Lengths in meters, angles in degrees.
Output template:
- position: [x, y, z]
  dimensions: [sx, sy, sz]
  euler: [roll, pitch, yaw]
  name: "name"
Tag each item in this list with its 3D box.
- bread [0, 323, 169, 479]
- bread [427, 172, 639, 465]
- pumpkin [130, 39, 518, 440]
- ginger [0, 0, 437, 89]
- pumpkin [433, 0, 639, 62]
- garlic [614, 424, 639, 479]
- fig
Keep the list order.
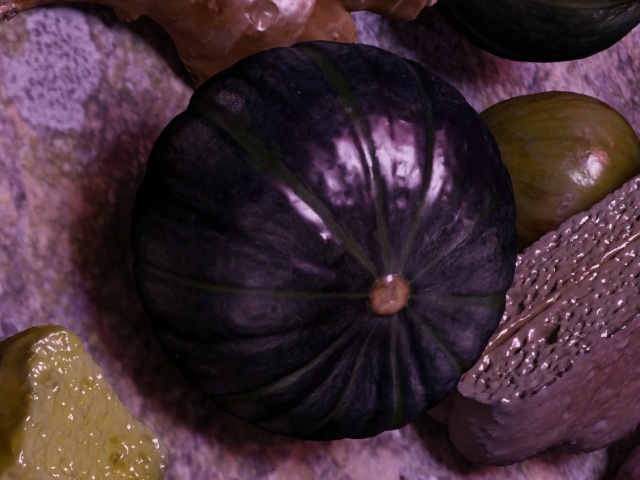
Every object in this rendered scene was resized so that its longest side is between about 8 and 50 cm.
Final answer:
- position: [-0.152, 0.120, 1.005]
  dimensions: [0.114, 0.111, 0.129]
  euler: [45, 40, -25]
  name: "bread"
- position: [0.220, 0.049, 1.370]
  dimensions: [0.337, 0.183, 0.102]
  euler: [-35, 56, -14]
  name: "bread"
- position: [0.000, 0.000, 1.184]
  dimensions: [0.250, 0.216, 0.250]
  euler: [-1, 93, -25]
  name: "pumpkin"
- position: [-0.068, -0.163, 1.263]
  dimensions: [0.333, 0.148, 0.081]
  euler: [7, 26, -30]
  name: "ginger"
- position: [0.175, -0.285, 1.447]
  dimensions: [0.207, 0.300, 0.300]
  euler: [0, 63, -11]
  name: "pumpkin"
- position: [0.332, 0.213, 1.436]
  dimensions: [0.245, 0.160, 0.245]
  euler: [32, 48, -44]
  name: "garlic"
- position: [0.120, -0.050, 1.421]
  dimensions: [0.245, 0.149, 0.149]
  euler: [12, 57, -19]
  name: "fig"
